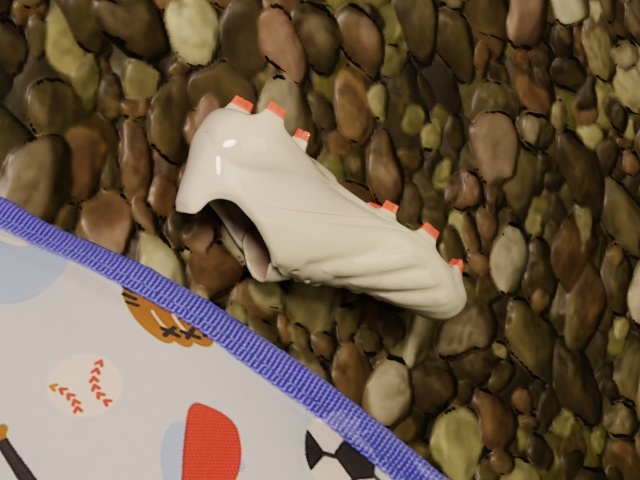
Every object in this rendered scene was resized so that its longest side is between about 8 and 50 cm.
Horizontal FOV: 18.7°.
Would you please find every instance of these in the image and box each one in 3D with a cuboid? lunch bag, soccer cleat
[{"bbox_3d":[-0.108,0.200,0.776,0.385,0.239,0.328,39,57,-3],"label":"lunch bag"},{"bbox_3d":[0.000,0.000,1.038,0.196,0.068,0.076,37,75,-33],"label":"soccer cleat"}]
